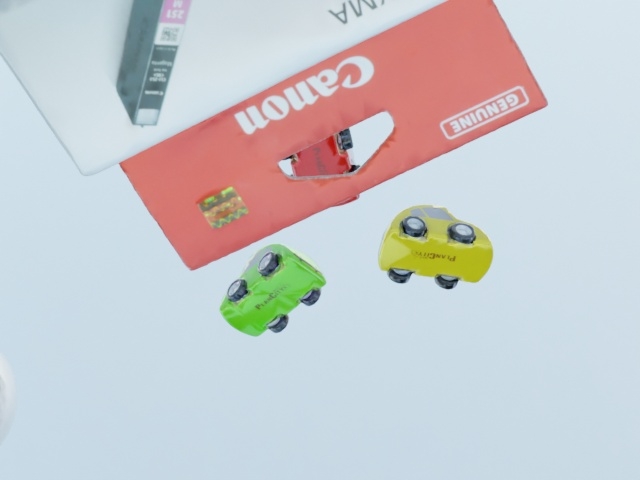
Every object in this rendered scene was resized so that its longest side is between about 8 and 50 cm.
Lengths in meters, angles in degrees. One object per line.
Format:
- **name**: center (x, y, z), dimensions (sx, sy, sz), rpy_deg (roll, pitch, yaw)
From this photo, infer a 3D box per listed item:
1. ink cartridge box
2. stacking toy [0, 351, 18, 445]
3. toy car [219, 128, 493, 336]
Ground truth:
- **ink cartridge box**: center (-0.030, -0.109, 1.000), dimensions (0.275, 0.239, 0.060), rpy_deg (-25, -154, 15)
- **stacking toy**: center (-0.376, 0.201, 1.214), dimensions (0.350, 0.351, 0.480), rpy_deg (6, -155, 28)
- **toy car**: center (0.000, 0.000, 1.418), dimensions (0.225, 0.239, 0.053), rpy_deg (-38, -149, 26)
